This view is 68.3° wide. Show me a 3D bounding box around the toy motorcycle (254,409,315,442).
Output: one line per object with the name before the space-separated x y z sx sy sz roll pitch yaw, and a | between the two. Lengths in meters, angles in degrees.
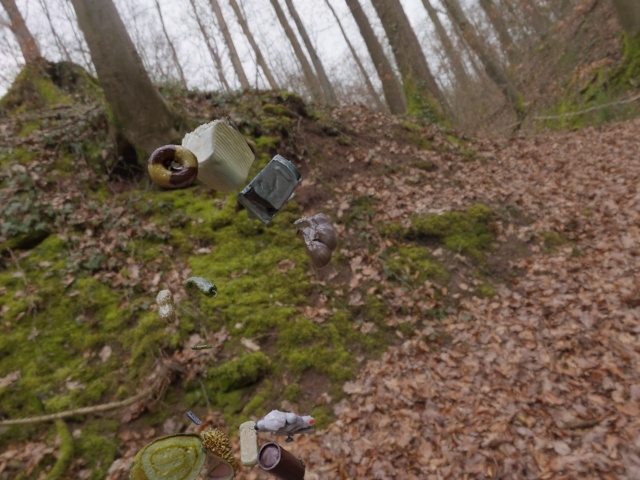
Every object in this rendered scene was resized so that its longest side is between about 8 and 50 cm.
toy motorcycle | -0.142 0.773 1.987 0.259 0.110 0.171 10 -39 -22

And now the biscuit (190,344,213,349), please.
biscuit | -0.480 0.435 1.910 0.089 0.016 0.046 1 -12 -34

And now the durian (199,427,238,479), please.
durian | -0.402 0.833 1.823 0.182 0.250 0.138 7 26 -3

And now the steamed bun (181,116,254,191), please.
steamed bun | -0.479 -0.354 2.099 0.272 0.274 0.290 -18 -43 33

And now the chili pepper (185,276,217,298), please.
chili pepper | -0.510 0.215 2.102 0.203 0.072 0.073 17 57 29

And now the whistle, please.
whistle | -0.208 -0.190 1.881 0.188 0.168 0.404 -47 4 -16

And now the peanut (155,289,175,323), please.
peanut | -0.652 0.276 1.982 0.080 0.175 0.080 -14 -43 -13

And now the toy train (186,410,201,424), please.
toy train | -0.469 0.664 1.751 0.083 0.017 0.017 23 22 39

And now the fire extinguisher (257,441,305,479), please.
fire extinguisher | -0.126 0.807 1.690 0.104 0.105 0.269 -22 -45 11

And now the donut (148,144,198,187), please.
donut | -0.548 -0.279 1.752 0.183 0.167 0.073 11 -4 -13

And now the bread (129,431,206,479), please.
bread | -0.506 0.755 1.601 0.256 0.186 0.124 -9 -17 -46

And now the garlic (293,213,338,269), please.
garlic | 0.000 0.000 1.895 0.160 0.214 0.191 -36 -24 0

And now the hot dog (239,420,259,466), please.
hot dog | -0.314 0.916 2.106 0.084 0.074 0.243 -15 26 -6
